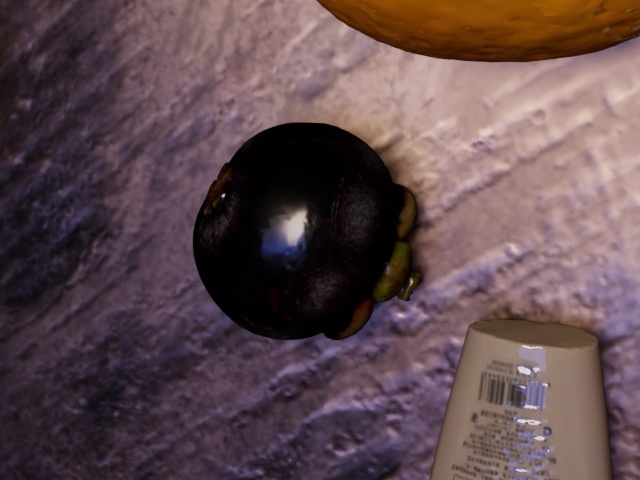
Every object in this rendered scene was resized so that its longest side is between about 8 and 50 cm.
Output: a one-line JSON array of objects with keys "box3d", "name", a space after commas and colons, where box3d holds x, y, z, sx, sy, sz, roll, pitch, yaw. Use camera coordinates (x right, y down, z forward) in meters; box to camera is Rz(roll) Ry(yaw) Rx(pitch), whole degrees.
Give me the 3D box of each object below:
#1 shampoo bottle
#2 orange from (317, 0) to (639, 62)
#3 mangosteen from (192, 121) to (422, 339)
[{"box3d": [0.123, 0.181, 0.756, 0.127, 0.078, 0.257, 7, 101, 20], "name": "shampoo bottle"}, {"box3d": [0.088, -0.253, 0.577, 0.340, 0.293, 0.341, 3, 103, 16], "name": "orange"}, {"box3d": [0.000, 0.000, 0.749, 0.151, 0.137, 0.137, 23, 109, -24], "name": "mangosteen"}]
